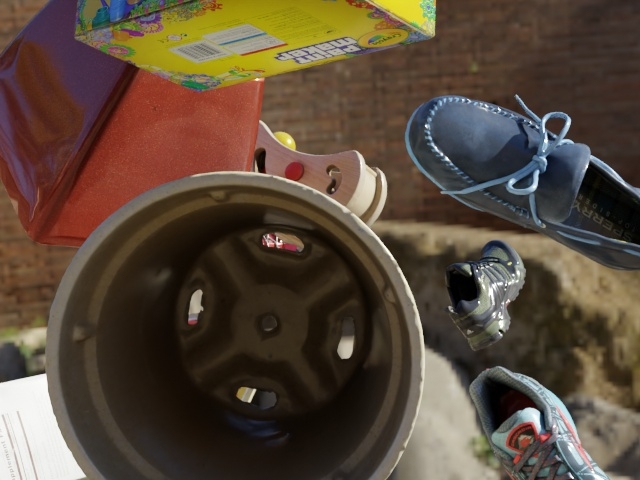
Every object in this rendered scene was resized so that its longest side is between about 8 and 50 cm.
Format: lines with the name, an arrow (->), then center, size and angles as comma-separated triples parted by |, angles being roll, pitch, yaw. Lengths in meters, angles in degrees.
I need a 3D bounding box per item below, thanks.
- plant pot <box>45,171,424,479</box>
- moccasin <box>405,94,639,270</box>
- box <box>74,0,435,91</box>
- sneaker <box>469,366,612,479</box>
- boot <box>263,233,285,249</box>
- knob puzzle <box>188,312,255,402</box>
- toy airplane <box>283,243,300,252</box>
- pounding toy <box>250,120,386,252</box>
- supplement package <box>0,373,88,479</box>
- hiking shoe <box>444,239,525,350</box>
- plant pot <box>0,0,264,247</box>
plant pot -> -0.067, 0.098, 1.378 | 0.333, 0.334, 0.305 | -3, 3, 4
moccasin -> 0.260, -0.073, 1.549 | 0.342, 0.138, 0.117 | 21, -9, -18
box -> -0.055, -0.315, 1.304 | 0.290, 0.279, 0.177 | -7, -17, 38
sneaker -> 0.215, 0.224, 1.388 | 0.104, 0.125, 0.262 | -42, 38, 7
boot -> -0.062, -0.008, 2.055 | 0.176, 0.088, 0.244 | -29, -26, 19
knob puzzle -> -0.183, 0.183, 1.941 | 0.213, 0.213, 0.030 | -2, -15, 18
toy airplane -> 0.000, 0.000, 1.953 | 0.151, 0.028, 0.151 | -26, 36, 21
pounding toy -> -0.021, -0.076, 1.863 | 0.269, 0.154, 0.155 | 44, 6, 35
supplement package -> -0.393, 0.247, 1.649 | 0.244, 0.134, 0.139 | -9, -14, -44
hiking shoe -> 0.251, 0.060, 2.204 | 0.086, 0.114, 0.227 | -27, 28, 32
plant pot -> -0.220, -0.161, 1.662 | 0.267, 0.236, 0.267 | 5, 38, -39
